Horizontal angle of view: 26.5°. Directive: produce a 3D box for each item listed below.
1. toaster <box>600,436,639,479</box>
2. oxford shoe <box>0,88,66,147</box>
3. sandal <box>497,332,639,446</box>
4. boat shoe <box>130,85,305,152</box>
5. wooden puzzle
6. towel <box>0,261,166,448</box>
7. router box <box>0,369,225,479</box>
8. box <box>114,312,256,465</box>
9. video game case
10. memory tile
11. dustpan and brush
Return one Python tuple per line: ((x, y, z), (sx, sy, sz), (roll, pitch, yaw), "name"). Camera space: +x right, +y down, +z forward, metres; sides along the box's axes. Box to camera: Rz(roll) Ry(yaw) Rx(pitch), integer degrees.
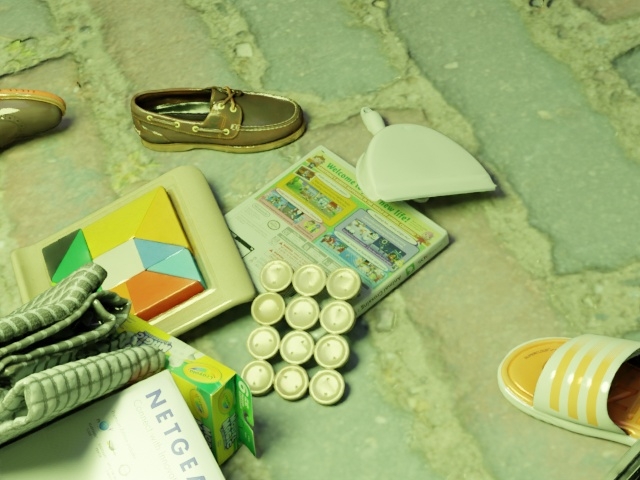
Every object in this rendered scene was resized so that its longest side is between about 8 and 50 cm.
((0.321, 0.254, 1.153), (0.186, 0.110, 0.168), (-40, 56, -23), "toaster")
((-0.434, -0.109, 1.647), (0.271, 0.097, 0.098), (-16, 68, 3), "oxford shoe")
((0.296, 0.139, 1.283), (0.265, 0.076, 0.102), (19, 55, 25), "sandal")
((-0.124, -0.148, 1.619), (0.207, 0.073, 0.073), (-4, 48, 6), "boat shoe")
((-0.211, 0.032, 1.481), (0.239, 0.044, 0.221), (-25, 49, -2), "wooden puzzle")
((-0.319, 0.136, 1.243), (0.284, 0.235, 0.121), (-28, 86, 26), "towel")
((-0.193, 0.321, 1.166), (0.301, 0.082, 0.335), (-26, 63, -12), "router box")
((-0.140, 0.148, 1.337), (0.179, 0.105, 0.043), (23, 46, 28), "box")
((0.000, 0.000, 1.498), (0.193, 0.023, 0.212), (-38, 52, -21), "video game case")
((-0.020, 0.093, 1.396), (0.113, 0.012, 0.148), (5, 72, 15), "memory tile")
((0.091, -0.102, 1.548), (0.147, 0.060, 0.211), (-7, 47, -21), "dustpan and brush")
